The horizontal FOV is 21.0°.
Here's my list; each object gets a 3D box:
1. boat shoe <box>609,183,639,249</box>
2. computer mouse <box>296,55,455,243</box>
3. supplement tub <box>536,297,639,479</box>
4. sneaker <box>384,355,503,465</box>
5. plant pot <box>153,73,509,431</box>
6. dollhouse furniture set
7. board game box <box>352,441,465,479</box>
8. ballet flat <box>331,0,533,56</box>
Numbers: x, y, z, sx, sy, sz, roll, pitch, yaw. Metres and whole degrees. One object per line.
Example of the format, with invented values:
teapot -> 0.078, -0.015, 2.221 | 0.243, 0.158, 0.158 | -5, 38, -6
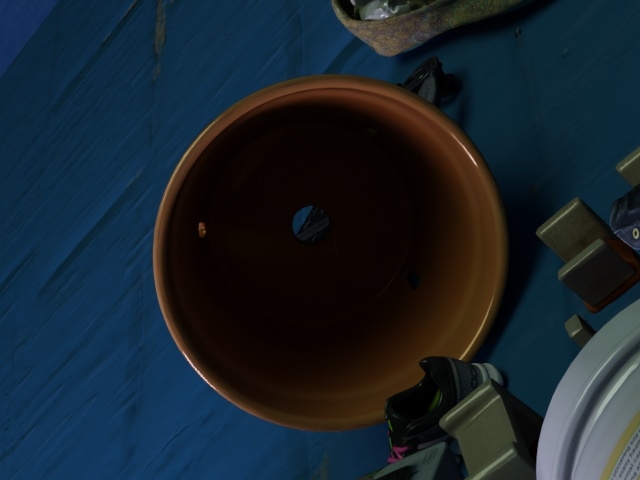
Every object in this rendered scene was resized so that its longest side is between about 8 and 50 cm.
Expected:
boat shoe -> 0.229, -0.010, 1.047 | 0.083, 0.065, 0.183 | -49, 11, 14
computer mouse -> 0.057, -0.055, 1.654 | 0.184, 0.060, 0.262 | -34, 26, 53
supplement tub -> 0.264, 0.166, 0.829 | 0.241, 0.241, 0.331 | -59, 26, 8
sneaker -> 0.074, 0.162, 1.384 | 0.170, 0.074, 0.063 | -59, 25, 9
plant pot -> 0.000, 0.000, 1.483 | 0.291, 0.291, 0.203 | -61, 9, 3
dollhouse furniture set -> 0.220, 0.100, 1.155 | 0.259, 0.135, 0.262 | -41, 31, 17
board game box -> -0.038, 0.266, 1.226 | 0.303, 0.098, 0.224 | -26, 2, 13
ballet flat -> 0.125, -0.265, 1.660 | 0.348, 0.123, 0.123 | -18, 50, 56
